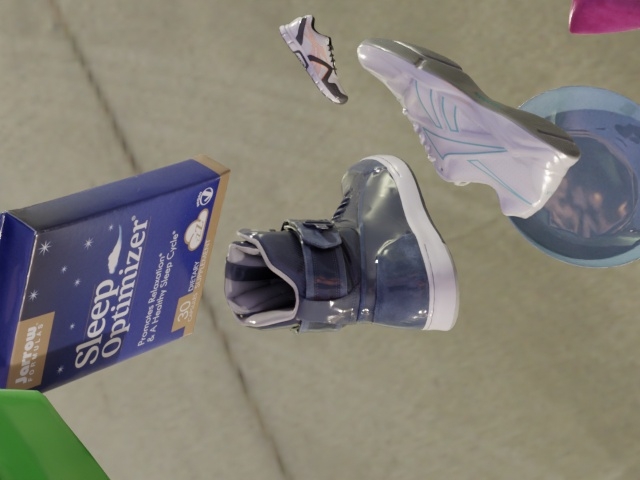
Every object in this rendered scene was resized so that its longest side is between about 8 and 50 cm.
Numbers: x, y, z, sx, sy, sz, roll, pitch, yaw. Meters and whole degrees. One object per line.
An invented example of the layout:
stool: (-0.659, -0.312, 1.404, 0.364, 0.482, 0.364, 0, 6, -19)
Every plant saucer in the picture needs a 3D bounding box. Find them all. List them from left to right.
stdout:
plant saucer: (0.262, -0.058, 1.738, 0.195, 0.195, 0.037, 63, 165, 15)

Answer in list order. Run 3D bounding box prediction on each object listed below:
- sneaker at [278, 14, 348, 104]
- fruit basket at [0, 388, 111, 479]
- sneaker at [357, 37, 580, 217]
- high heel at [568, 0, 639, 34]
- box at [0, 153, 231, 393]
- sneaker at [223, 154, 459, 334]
sneaker: (0.001, -0.196, 1.903, 0.044, 0.040, 0.109, -34, 92, 4)
fruit basket: (-0.136, 0.228, 0.515, 0.283, 0.392, 0.392, -30, 76, 17)
sneaker: (0.077, -0.068, 1.043, 0.152, 0.054, 0.061, 37, 115, 20)
high heel: (0.403, -0.244, 1.963, 0.244, 0.082, 0.117, 20, 112, -6)
box: (-0.156, 0.029, 1.168, 0.036, 0.225, 0.136, 32, 121, 29)
sneaker: (0.000, -0.001, 1.357, 0.226, 0.163, 0.086, -115, 24, -61)
